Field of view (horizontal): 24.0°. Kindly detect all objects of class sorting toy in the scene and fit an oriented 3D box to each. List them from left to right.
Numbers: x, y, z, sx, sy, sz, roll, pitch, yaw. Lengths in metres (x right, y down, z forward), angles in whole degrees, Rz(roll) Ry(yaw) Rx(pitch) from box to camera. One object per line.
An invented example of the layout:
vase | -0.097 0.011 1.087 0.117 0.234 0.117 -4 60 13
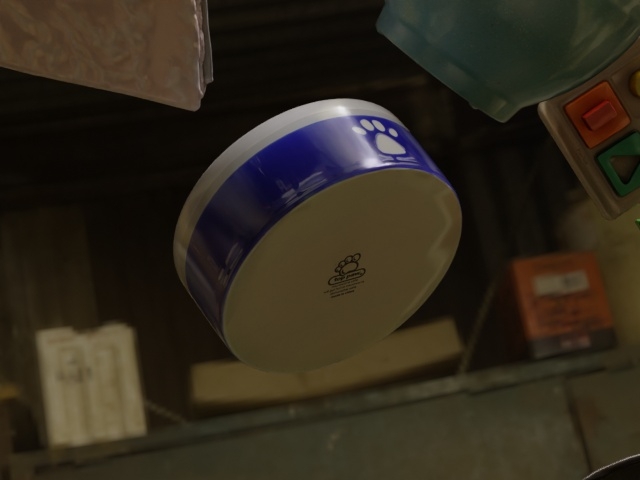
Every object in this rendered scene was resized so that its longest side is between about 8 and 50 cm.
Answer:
sorting toy | 0.395 -0.146 1.877 0.196 0.347 0.047 -34 11 -1

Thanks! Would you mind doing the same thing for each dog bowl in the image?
dog bowl | 0.000 0.000 1.435 0.265 0.104 0.265 -22 -39 -19

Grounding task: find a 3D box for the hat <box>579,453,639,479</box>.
hat | 0.318 0.352 1.369 0.331 0.331 0.134 0 3 -28

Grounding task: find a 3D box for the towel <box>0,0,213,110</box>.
towel | -0.248 -0.292 1.353 0.317 0.053 0.331 15 -48 16

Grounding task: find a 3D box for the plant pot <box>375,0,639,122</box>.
plant pot | 0.181 -0.247 1.555 0.196 0.293 0.293 -53 -34 11
